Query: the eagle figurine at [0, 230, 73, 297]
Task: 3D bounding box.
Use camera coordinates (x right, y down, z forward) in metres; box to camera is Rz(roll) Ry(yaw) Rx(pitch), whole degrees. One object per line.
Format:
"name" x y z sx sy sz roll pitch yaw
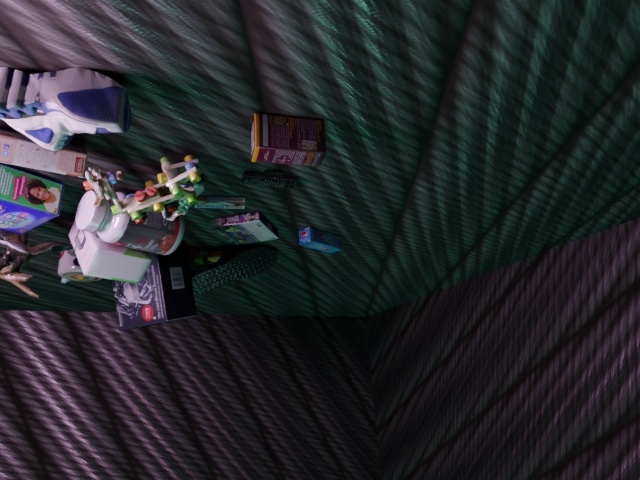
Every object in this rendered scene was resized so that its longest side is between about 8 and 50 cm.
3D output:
"eagle figurine" -1.042 0.035 1.596 0.224 0.299 0.227 -11 125 15

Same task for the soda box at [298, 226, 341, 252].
"soda box" 0.000 0.000 2.007 0.071 0.068 0.210 -19 155 38

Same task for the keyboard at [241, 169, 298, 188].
"keyboard" -0.163 -0.200 1.477 0.179 0.023 0.108 3 159 -21

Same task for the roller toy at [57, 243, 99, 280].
"roller toy" -1.053 0.105 1.992 0.209 0.147 0.191 -7 160 11

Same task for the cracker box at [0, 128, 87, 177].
"cracker box" -0.721 -0.223 1.134 0.232 0.067 0.155 8 -168 -31

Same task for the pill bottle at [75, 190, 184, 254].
"pill bottle" -0.647 -0.063 1.543 0.176 0.177 0.318 -18 156 35

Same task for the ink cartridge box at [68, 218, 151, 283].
"ink cartridge box" -0.762 0.023 1.624 0.198 0.273 0.115 18 107 -46

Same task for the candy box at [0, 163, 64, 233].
"candy box" -1.005 -0.136 1.356 0.267 0.122 0.317 -15 159 33

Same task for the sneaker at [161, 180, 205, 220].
"sneaker" -0.454 -0.138 1.496 0.087 0.093 0.228 15 152 -39

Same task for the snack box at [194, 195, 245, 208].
"snack box" -0.362 -0.136 1.620 0.178 0.022 0.064 0 162 -13

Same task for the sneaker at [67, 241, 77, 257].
"sneaker" -0.932 -0.003 1.800 0.252 0.103 0.111 -18 153 20

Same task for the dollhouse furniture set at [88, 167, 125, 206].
"dollhouse furniture set" -0.660 -0.165 1.346 0.090 0.115 0.081 -2 156 34

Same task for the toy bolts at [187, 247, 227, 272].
"toy bolts" -0.569 0.138 2.156 0.218 0.159 0.228 -12 159 23

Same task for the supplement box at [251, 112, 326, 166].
"supplement box" -0.085 -0.263 1.187 0.187 0.104 0.081 2 161 -16

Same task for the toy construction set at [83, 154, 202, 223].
"toy construction set" -0.504 -0.149 1.316 0.327 0.151 0.215 -7 167 -11

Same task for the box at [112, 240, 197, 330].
"box" -0.742 0.200 1.986 0.312 0.344 0.178 -15 172 29

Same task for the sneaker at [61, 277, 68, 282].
"sneaker" -1.192 0.155 2.187 0.091 0.094 0.258 18 151 -37

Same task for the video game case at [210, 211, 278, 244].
"video game case" -0.308 -0.046 1.858 0.210 0.042 0.232 -8 160 13

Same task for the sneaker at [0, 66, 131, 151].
"sneaker" -0.582 -0.289 1.024 0.314 0.128 0.182 5 164 -4

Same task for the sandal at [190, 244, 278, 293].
"sandal" -0.420 0.111 2.124 0.444 0.107 0.168 -18 132 -17
